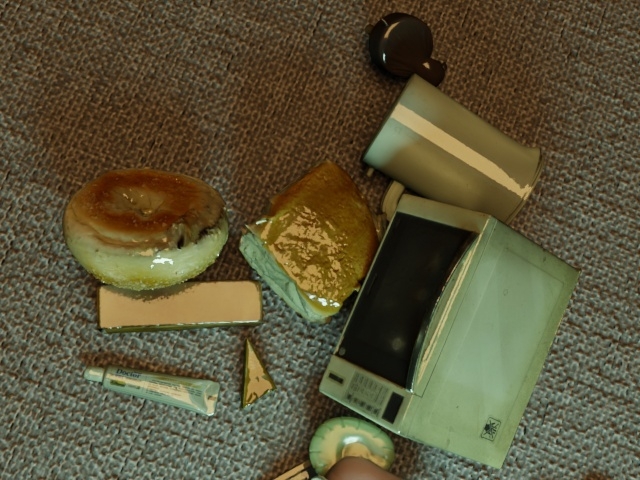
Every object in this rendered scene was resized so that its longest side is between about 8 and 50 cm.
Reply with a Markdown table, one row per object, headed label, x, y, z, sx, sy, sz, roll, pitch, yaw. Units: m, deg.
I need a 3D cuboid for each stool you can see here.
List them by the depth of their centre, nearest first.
| label | x | y | z | sx | sy | sz | roll | pitch | yaw |
| --- | --- | --- | --- | --- | --- | --- | --- | --- | --- |
| stool | 0.180 | -0.394 | 1.827 | 0.217 | 0.121 | 0.125 | 39 | 91 | -28 |

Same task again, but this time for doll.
| label | x | y | z | sx | sy | sz | roll | pitch | yaw |
| --- | --- | --- | --- | --- | --- | --- | --- | --- | --- |
| doll | 0.072 | 0.475 | 1.557 | 0.268 | 0.216 | 0.284 | 24 | 75 | 5 |

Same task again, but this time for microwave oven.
| label | x | y | z | sx | sy | sz | roll | pitch | yaw |
| --- | --- | --- | --- | --- | --- | --- | --- | --- | --- |
| microwave oven | 0.225 | 0.158 | 1.576 | 0.333 | 0.247 | 0.394 | 27 | 85 | -37 |

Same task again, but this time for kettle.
| label | x | y | z | sx | sy | sz | roll | pitch | yaw |
| --- | --- | --- | --- | --- | --- | --- | --- | --- | --- |
| kettle | 0.249 | -0.143 | 1.743 | 0.318 | 0.205 | 0.265 | 31 | 73 | -4 |

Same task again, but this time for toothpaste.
| label | x | y | z | sx | sy | sz | roll | pitch | yaw |
| --- | --- | --- | --- | --- | --- | --- | --- | --- | --- |
| toothpaste | -0.319 | 0.276 | 1.651 | 0.255 | 0.037 | 0.067 | 13 | 71 | -9 |

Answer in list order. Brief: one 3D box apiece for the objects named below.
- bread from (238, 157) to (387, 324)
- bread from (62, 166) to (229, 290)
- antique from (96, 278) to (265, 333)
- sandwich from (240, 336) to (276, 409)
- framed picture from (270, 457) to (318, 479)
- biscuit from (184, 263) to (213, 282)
| label | x | y | z | sx | sy | sz | roll | pitch | yaw |
| --- | --- | --- | --- | --- | --- | --- | --- | --- | --- |
| bread | 0.000 | 0.000 | 1.662 | 0.250 | 0.225 | 0.279 | 47 | 65 | -3 |
| bread | -0.321 | -0.015 | 1.614 | 0.306 | 0.158 | 0.305 | 3 | 34 | -2 |
| antique | -0.264 | 0.127 | 1.660 | 0.310 | 0.093 | 0.087 | -2 | 78 | -9 |
| sandwich | -0.144 | 0.253 | 1.662 | 0.074 | 0.074 | 0.116 | -28 | 83 | -13 |
| framed picture | -0.010 | 0.515 | 1.655 | 0.260 | 0.023 | 0.189 | -26 | 82 | -14 |
| biscuit | -0.264 | 0.034 | 1.720 | 0.083 | 0.018 | 0.081 | -33 | 84 | -14 |
